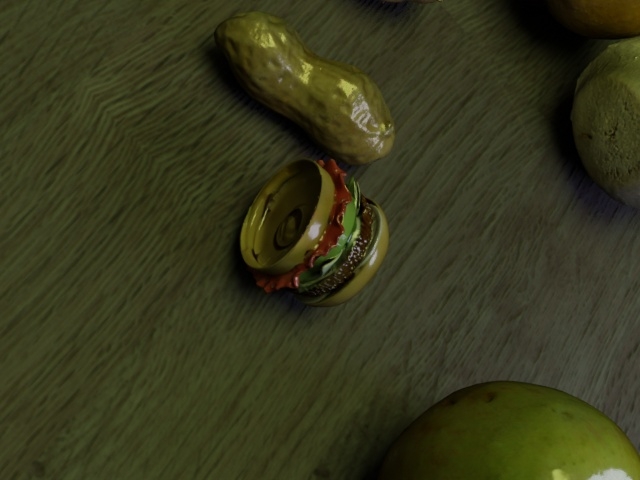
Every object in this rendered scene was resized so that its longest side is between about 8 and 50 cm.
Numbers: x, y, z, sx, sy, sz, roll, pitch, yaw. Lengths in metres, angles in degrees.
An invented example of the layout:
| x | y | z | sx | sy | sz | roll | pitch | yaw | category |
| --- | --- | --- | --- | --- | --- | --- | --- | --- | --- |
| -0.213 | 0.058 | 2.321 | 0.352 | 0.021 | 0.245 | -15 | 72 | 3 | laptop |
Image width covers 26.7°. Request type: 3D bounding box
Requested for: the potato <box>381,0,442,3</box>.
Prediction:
| x | y | z | sx | sy | sz | roll | pitch | yaw | category |
| --- | --- | --- | --- | --- | --- | --- | --- | --- | --- |
| 0.074 | -0.401 | 1.760 | 0.235 | 0.128 | 0.161 | 40 | 42 | -12 | potato |

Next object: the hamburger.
| x | y | z | sx | sy | sz | roll | pitch | yaw | category |
| --- | --- | --- | --- | --- | --- | --- | --- | --- | --- |
| 0.000 | -0.003 | 1.555 | 0.137 | 0.175 | 0.175 | 32 | 59 | -33 | hamburger |

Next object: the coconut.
| x | y | z | sx | sy | sz | roll | pitch | yaw | category |
| --- | --- | --- | --- | --- | --- | --- | --- | --- | --- |
| 0.485 | -0.171 | 1.849 | 0.266 | 0.237 | 0.237 | -12 | 80 | -30 | coconut |

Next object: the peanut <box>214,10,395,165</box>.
| x | y | z | sx | sy | sz | roll | pitch | yaw | category |
| --- | --- | --- | --- | --- | --- | --- | --- | --- | --- |
| -0.015 | -0.187 | 1.635 | 0.263 | 0.117 | 0.101 | 34 | 38 | -13 | peanut |

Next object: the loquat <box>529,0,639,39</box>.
| x | y | z | sx | sy | sz | roll | pitch | yaw | category |
| --- | --- | --- | --- | --- | --- | --- | --- | --- | --- |
| 0.396 | -0.408 | 1.869 | 0.275 | 0.275 | 0.274 | 11 | 68 | -28 | loquat |

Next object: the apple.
| x | y | z | sx | sy | sz | roll | pitch | yaw | category |
| --- | --- | --- | --- | --- | --- | --- | --- | --- | --- |
| 0.227 | 0.319 | 1.483 | 0.339 | 0.305 | 0.338 | 12 | 66 | -29 | apple |
